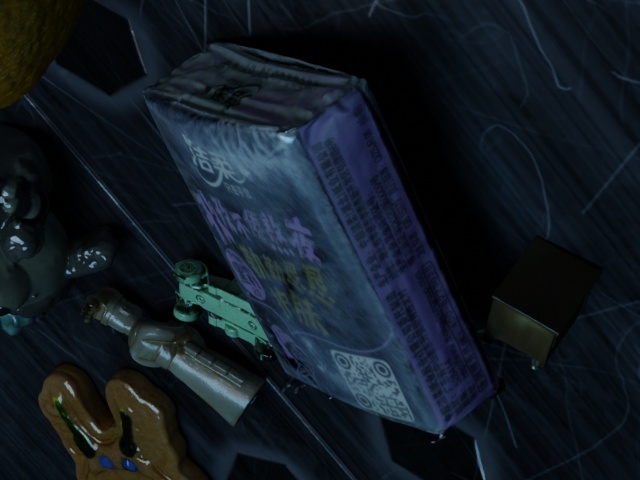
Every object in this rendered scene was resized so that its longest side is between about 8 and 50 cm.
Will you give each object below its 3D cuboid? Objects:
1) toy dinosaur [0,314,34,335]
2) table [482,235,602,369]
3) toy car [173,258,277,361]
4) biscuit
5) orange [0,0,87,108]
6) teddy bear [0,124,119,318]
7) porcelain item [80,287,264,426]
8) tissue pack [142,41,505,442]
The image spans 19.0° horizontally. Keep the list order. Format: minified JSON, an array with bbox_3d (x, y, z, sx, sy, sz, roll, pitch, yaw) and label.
[{"bbox_3d":[-0.483,-0.067,2.140,0.331,0.129,0.383,13,134,10],"label":"toy dinosaur"},{"bbox_3d":[0.200,0.062,1.748,0.070,0.083,0.082,30,147,14],"label":"table"},{"bbox_3d":[-0.089,0.069,1.992,0.143,0.054,0.073,24,138,22],"label":"toy car"},{"bbox_3d":[-0.220,0.285,2.305,0.202,0.047,0.333,5,131,34],"label":"biscuit"},{"bbox_3d":[-0.357,-0.284,1.642,0.322,0.322,0.357,8,136,31],"label":"orange"},{"bbox_3d":[-0.315,-0.003,2.025,0.171,0.144,0.251,-13,124,27],"label":"teddy bear"},{"bbox_3d":[-0.164,0.120,2.095,0.213,0.054,0.084,34,138,3],"label":"porcelain item"},{"bbox_3d":[0.000,0.000,1.762,0.259,0.122,0.361,17,139,52],"label":"tissue pack"}]
